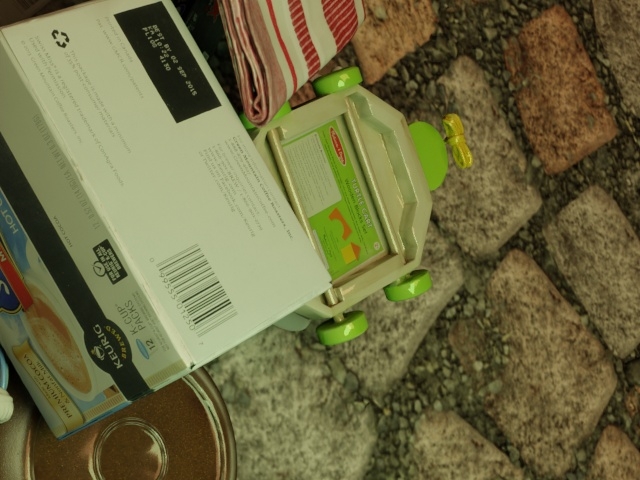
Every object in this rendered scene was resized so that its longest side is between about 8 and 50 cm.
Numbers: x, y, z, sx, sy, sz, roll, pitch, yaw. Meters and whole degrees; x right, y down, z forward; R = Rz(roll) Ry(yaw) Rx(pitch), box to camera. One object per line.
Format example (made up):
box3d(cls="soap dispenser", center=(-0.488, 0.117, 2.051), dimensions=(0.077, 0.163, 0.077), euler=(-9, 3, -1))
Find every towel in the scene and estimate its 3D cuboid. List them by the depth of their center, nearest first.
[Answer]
box3d(cls="towel", center=(-0.026, -0.284, 1.363), dimensions=(0.329, 0.037, 0.237), euler=(-53, 136, -57))

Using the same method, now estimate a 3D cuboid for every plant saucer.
box3d(cls="plant saucer", center=(-0.206, 0.229, 1.373), dimensions=(0.311, 0.050, 0.310), euler=(10, 74, -35))

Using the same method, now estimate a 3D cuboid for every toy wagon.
box3d(cls="toy wagon", center=(0.042, -0.054, 1.465), dimensions=(0.344, 0.068, 0.267), euler=(-29, 104, -42))

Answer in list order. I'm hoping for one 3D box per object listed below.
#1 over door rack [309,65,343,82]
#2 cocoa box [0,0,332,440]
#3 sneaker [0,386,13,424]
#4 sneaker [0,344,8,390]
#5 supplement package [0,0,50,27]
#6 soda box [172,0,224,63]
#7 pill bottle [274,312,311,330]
box3d(cls="over door rack", center=(-0.074, -0.219, 1.477), dimensions=(0.239, 0.108, 0.324), euler=(-62, 144, -31))
box3d(cls="cocoa box", center=(-0.204, -0.029, 1.276), dimensions=(0.231, 0.228, 0.347), euler=(-30, 90, -50))
box3d(cls="sneaker", center=(-0.395, 0.093, 1.204), dimensions=(0.235, 0.094, 0.153), euler=(4, 69, -6))
box3d(cls="sneaker", center=(-0.358, 0.093, 1.282), dimensions=(0.078, 0.067, 0.188), euler=(-21, 88, -30))
box3d(cls="supplement package", center=(-0.265, -0.389, 1.394), dimensions=(0.175, 0.177, 0.293), euler=(49, 55, -16))
box3d(cls="soda box", center=(-0.137, -0.269, 1.538), dimensions=(0.053, 0.060, 0.169), euler=(43, 57, -31))
box3d(cls="pill bottle", center=(0.000, 0.000, 1.544), dimensions=(0.117, 0.117, 0.215), euler=(47, 56, -20))
